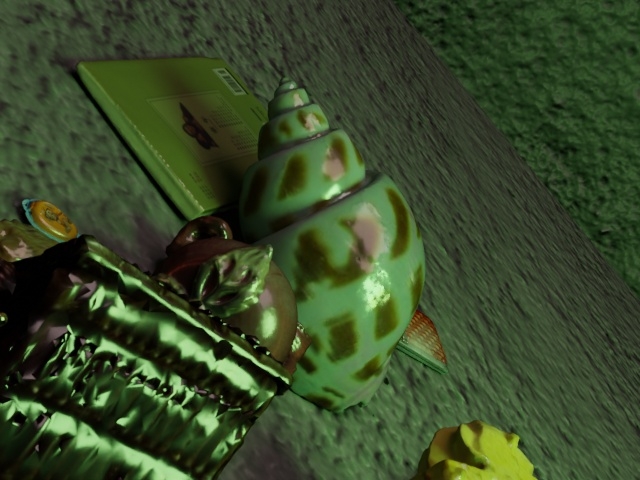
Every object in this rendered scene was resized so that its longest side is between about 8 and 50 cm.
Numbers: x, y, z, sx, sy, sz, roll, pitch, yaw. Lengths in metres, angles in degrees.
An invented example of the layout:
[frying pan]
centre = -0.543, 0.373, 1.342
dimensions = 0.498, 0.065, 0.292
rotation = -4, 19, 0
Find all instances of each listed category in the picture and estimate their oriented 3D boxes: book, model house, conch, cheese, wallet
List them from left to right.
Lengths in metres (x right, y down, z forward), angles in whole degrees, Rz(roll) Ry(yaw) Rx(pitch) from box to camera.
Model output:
[model house]
centre = -0.206, 0.082, 0.622
dimensions = 0.317, 0.282, 0.297
rotation = 34, 29, -33
[cheese]
centre = -0.244, -0.005, 1.006
dimensions = 0.111, 0.017, 0.047
rotation = 39, 29, -26
[book]
centre = -0.149, -0.146, 1.352
dimensions = 0.239, 0.035, 0.352
rotation = 52, 24, 6
[conch]
centre = 0.000, 0.001, 1.216
dimensions = 0.249, 0.197, 0.368
rotation = -18, 67, -47
[wallet]
centre = 0.105, 0.111, 1.444
dimensions = 0.196, 0.020, 0.103
rotation = 33, 30, -35

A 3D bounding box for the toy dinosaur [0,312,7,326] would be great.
[toy dinosaur]
centre = -0.274, 0.225, 0.417
dimensions = 0.432, 0.097, 0.208
rotation = -46, 140, -32

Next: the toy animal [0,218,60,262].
[toy animal]
centre = -0.309, -0.004, 0.806
dimensions = 0.312, 0.097, 0.158
rotation = 6, 55, -56

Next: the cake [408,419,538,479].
[cake]
centre = 0.121, 0.326, 0.913
dimensions = 0.222, 0.227, 0.286
rotation = 36, 28, -28

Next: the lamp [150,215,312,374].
[lamp]
centre = -0.106, 0.069, 1.013
dimensions = 0.215, 0.151, 0.223
rotation = 55, -11, 14
